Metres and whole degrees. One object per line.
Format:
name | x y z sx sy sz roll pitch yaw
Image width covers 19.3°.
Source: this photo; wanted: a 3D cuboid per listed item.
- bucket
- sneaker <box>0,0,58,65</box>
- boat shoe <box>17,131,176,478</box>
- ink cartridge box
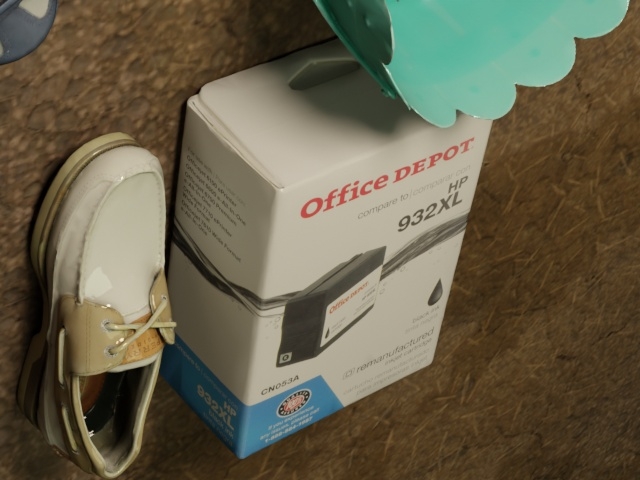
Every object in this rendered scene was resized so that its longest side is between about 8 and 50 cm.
bucket | 0.100 -0.243 1.334 0.281 0.183 0.281 -30 145 -24
sneaker | -0.230 -0.169 1.086 0.112 0.131 0.319 -46 148 0
boat shoe | -0.158 0.056 1.451 0.113 0.103 0.302 -22 141 -33
ink cartridge box | 0.000 0.000 1.545 0.223 0.129 0.307 -23 142 -31
